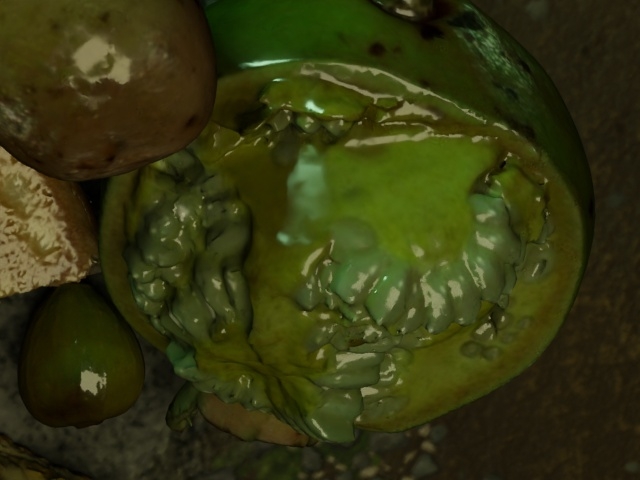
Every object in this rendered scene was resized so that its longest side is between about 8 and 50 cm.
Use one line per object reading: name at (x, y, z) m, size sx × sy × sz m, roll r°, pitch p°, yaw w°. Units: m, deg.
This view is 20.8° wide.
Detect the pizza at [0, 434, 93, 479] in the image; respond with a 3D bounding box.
pizza at (-0.277, 0.218, 1.009) m, size 0.257 × 0.087 × 0.268 m, roll 27°, pitch 102°, yaw -23°

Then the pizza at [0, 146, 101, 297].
pizza at (-0.236, -0.013, 0.936) m, size 0.193 × 0.053 × 0.201 m, roll -41°, pitch 104°, yaw -7°

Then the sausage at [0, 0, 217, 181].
sausage at (-0.243, -0.212, 0.769) m, size 0.501 × 0.136 × 0.123 m, roll 42°, pitch 125°, yaw -5°

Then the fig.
fig at (-0.139, 0.064, 1.003) m, size 0.074 × 0.074 × 0.088 m, roll -7°, pitch 93°, yaw -17°

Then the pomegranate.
pomegranate at (0.000, 0.000, 0.940) m, size 0.260 × 0.260 × 0.341 m, roll 7°, pitch 138°, yaw -22°
